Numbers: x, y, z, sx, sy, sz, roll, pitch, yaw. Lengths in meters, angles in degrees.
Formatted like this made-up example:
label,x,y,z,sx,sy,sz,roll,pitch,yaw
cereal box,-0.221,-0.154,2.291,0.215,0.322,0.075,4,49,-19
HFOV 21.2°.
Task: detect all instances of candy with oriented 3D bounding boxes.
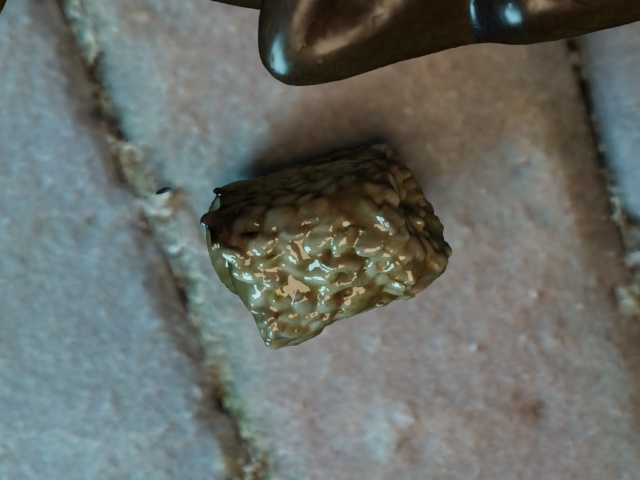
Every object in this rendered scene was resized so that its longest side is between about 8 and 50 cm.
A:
label,x,y,z,sx,sy,sz,roll,pitch,yaw
candy,0.000,0.000,0.802,0.110,0.095,0.085,-23,117,6

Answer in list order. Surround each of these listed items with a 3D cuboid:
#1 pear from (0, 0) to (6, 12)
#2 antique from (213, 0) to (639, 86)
label,x,y,z,sx,sy,sz,roll,pitch,yaw
pear,-0.215,-0.128,0.660,0.200,0.200,0.200,-1,122,-2
antique,0.057,-0.152,0.695,0.256,0.121,0.143,-12,115,5
